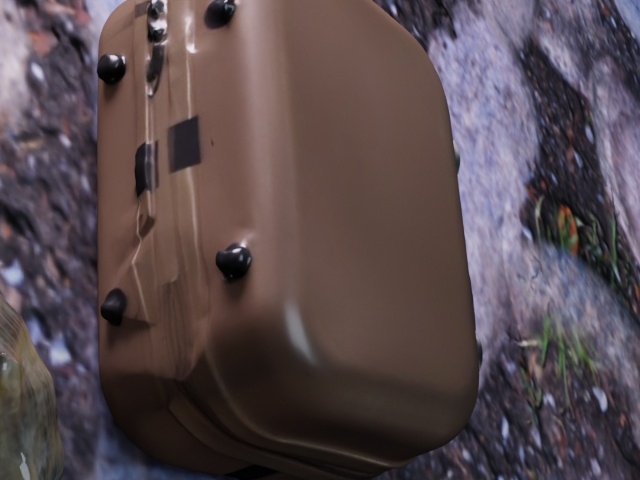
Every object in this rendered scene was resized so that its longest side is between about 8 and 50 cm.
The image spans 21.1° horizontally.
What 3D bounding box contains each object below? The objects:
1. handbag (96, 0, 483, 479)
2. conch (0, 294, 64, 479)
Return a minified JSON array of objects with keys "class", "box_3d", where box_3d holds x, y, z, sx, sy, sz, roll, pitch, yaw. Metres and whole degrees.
[{"class":"handbag","box_3d":[0.000,0.000,1.010,0.283,0.149,0.302,26,48,-44]},{"class":"conch","box_3d":[-0.206,0.044,0.628,0.159,0.291,0.210,-35,106,-18]}]
